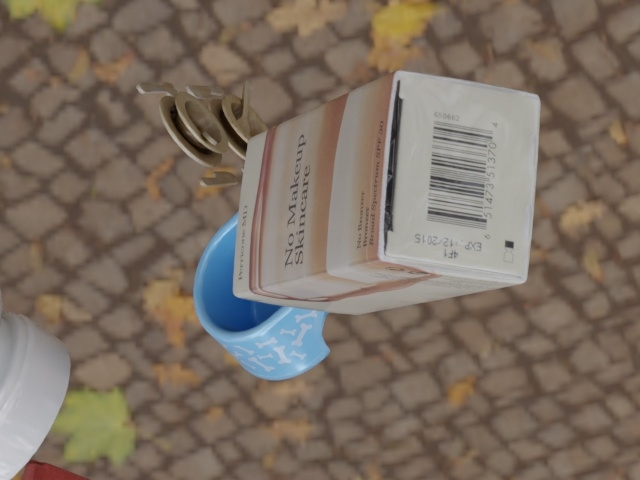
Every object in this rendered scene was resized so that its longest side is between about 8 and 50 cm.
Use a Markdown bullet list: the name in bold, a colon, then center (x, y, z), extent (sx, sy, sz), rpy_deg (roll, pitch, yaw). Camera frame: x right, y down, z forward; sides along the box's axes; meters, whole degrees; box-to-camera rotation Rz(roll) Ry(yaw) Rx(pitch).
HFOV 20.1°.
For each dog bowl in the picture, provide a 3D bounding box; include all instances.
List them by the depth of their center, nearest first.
- **dog bowl**: center (0.000, 0.000, 1.689), extent (0.297, 0.166, 0.074), rpy_deg (-40, 138, 17)

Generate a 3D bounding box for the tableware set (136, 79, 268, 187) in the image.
- **tableware set**: center (-0.099, -0.120, 1.848), extent (0.039, 0.128, 0.194), rpy_deg (-38, 169, 21)

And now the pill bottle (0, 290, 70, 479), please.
- **pill bottle**: center (-0.316, 0.045, 1.167), extent (0.301, 0.169, 0.169), rpy_deg (36, 121, -28)

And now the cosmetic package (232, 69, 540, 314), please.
- **cosmetic package**: center (0.044, -0.030, 1.445), extent (0.129, 0.153, 0.296), rpy_deg (8, 169, -22)

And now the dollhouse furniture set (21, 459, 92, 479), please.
- **dollhouse furniture set**: center (-0.435, 0.285, 1.893), extent (0.201, 0.152, 0.374), rpy_deg (-10, 152, 40)
